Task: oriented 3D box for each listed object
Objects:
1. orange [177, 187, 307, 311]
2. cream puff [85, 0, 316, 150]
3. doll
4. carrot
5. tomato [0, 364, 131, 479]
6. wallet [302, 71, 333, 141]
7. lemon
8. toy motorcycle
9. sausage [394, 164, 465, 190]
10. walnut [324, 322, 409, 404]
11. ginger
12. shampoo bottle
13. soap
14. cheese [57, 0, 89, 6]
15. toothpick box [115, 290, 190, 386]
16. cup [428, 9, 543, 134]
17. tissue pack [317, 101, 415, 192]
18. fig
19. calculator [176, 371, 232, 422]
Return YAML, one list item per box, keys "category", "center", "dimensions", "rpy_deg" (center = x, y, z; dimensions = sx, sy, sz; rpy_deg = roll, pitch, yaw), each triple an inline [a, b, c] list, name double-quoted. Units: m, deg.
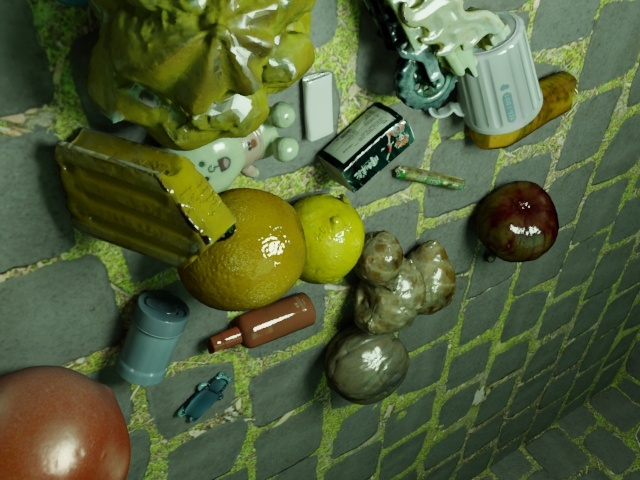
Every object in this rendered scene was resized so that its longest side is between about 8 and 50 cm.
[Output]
- category: "orange"
  center: [-0.137, 0.017, 1.061]
  dimensions: [0.236, 0.236, 0.236]
  rpy_deg: [-22, 134, -25]
- category: "cream puff"
  center: [-0.134, -0.276, 0.777]
  dimensions: [0.378, 0.275, 0.379]
  rpy_deg: [-29, 141, -27]
- category: "doll"
  center: [-0.169, -0.146, 0.997]
  dimensions: [0.274, 0.113, 0.155]
  rpy_deg: [-26, 128, -12]
- category: "carrot"
  center: [0.484, -0.305, 1.411]
  dimensions: [0.301, 0.114, 0.114]
  rpy_deg: [-28, 136, -21]
- category: "tomato"
  center: [-0.481, 0.365, 1.016]
  dimensions: [0.321, 0.321, 0.322]
  rpy_deg: [-22, 134, -25]
- category: "wallet"
  center: [-0.004, -0.247, 1.109]
  dimensions: [0.061, 0.025, 0.122]
  rpy_deg: [-23, 134, -22]
- category: "lemon"
  center: [0.000, 0.000, 1.203]
  dimensions: [0.173, 0.173, 0.206]
  rpy_deg: [-13, 142, -32]
- category: "toy motorcycle"
  center: [0.174, -0.422, 1.004]
  dimensions: [0.236, 0.169, 0.410]
  rpy_deg: [-33, 130, -2]
- category: "sausage"
  center: [0.262, -0.146, 1.409]
  dimensions: [0.269, 0.033, 0.033]
  rpy_deg: [5, 119, -42]
- category: "walnut"
  center: [0.113, 0.315, 1.540]
  dimensions: [0.224, 0.224, 0.224]
  rpy_deg: [-22, 134, -25]
- category: "ginger"
  center: [0.218, 0.106, 1.477]
  dimensions: [0.375, 0.176, 0.256]
  rpy_deg: [4, 103, -42]
- category: "shampoo bottle"
  center: [-0.130, 0.187, 1.316]
  dimensions: [0.244, 0.085, 0.086]
  rpy_deg: [-18, 132, -26]
- category: "soap"
  center: [-0.253, -0.055, 0.879]
  dimensions: [0.080, 0.257, 0.160]
  rpy_deg: [-54, 156, -47]
- category: "cheese"
  center: [-0.306, -0.327, 0.795]
  dimensions: [0.111, 0.017, 0.047]
  rpy_deg: [5, 122, -43]
- category: "toothpick box"
  center: [-0.319, 0.185, 1.138]
  dimensions: [0.101, 0.101, 0.153]
  rpy_deg: [5, 120, -42]
- category: "cup"
  center: [0.337, -0.327, 1.227]
  dimensions: [0.221, 0.167, 0.202]
  rpy_deg: [-42, 137, -8]
- category: "tissue pack"
  center: [0.091, -0.184, 1.183]
  dimensions: [0.170, 0.103, 0.090]
  rpy_deg: [-42, 133, -5]
- category: "fig"
  center: [0.505, -0.021, 1.640]
  dimensions: [0.216, 0.217, 0.321]
  rpy_deg: [-32, 166, -16]
- category: "calculator"
  center: [-0.265, 0.361, 1.390]
  dimensions: [0.141, 0.019, 0.094]
  rpy_deg: [-45, 140, -4]
